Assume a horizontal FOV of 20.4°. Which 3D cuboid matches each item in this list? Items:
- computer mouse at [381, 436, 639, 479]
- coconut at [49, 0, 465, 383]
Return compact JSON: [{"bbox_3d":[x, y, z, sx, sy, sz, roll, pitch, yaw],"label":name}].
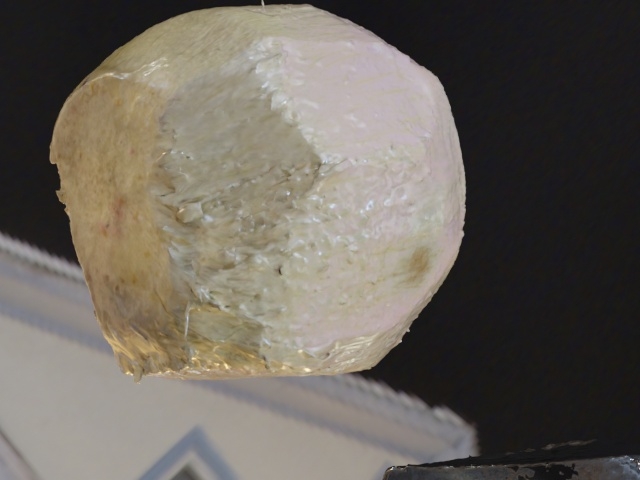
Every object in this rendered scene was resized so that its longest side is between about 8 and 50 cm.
[{"bbox_3d":[0.173,0.247,1.380,0.295,0.087,0.168,-7,-87,14],"label":"computer mouse"},{"bbox_3d":[-0.023,-0.022,0.824,0.194,0.194,0.194,10,-65,22],"label":"coconut"}]
